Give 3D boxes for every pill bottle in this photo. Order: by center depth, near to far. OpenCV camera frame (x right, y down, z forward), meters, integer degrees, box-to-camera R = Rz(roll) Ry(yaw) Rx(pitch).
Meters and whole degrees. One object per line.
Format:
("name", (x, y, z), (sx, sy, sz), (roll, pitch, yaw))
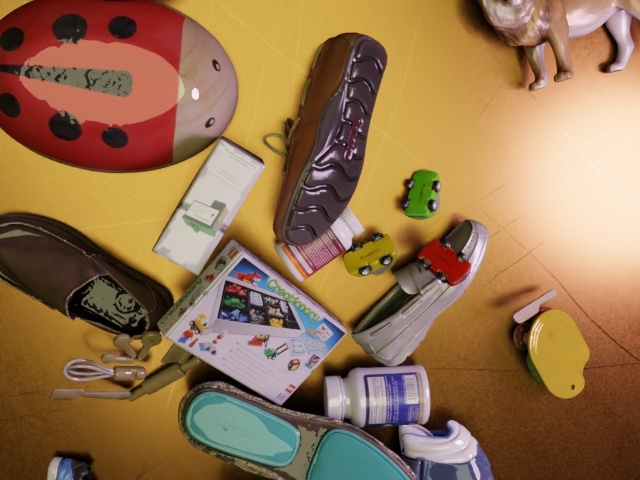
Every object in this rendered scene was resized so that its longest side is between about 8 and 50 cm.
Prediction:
("pill bottle", (0.000, 0.000, 1.428), (0.152, 0.086, 0.086), (-35, 101, 1))
("pill bottle", (0.102, 0.291, 1.473), (0.186, 0.112, 0.112), (-2, 99, -5))

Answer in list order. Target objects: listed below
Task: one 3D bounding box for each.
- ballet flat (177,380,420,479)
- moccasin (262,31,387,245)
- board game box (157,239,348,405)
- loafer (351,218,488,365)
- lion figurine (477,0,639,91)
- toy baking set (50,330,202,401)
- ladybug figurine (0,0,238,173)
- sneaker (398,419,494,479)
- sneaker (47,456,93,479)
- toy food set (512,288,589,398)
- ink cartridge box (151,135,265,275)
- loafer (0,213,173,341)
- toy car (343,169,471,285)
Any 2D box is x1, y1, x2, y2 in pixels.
("ballet flat", (-0.026, 0.384, 1.436), (0.483, 0.182, 0.164), (24, 84, 4))
("moccasin", (-0.006, -0.176, 1.369), (0.139, 0.147, 0.380), (12, 91, -42))
("board game box", (-0.110, 0.154, 1.391), (0.193, 0.053, 0.305), (-47, 129, 2))
("loafer", (0.183, 0.086, 1.449), (0.111, 0.112, 0.319), (35, 95, -19))
("lion figurine", (0.462, -0.411, 1.402), (0.392, 0.142, 0.240), (-14, 93, -18))
("toy baking set", (-0.341, 0.226, 1.403), (0.256, 0.030, 0.197), (-32, 140, 14))
("ladybug figurine", (-0.362, -0.261, 1.310), (0.449, 0.162, 0.305), (2, 99, -6))
("sneaker", (0.173, 0.475, 1.522), (0.323, 0.130, 0.236), (-28, 79, 16))
("sneaker", (-0.464, 0.482, 1.471), (0.084, 0.058, 0.152), (6, 92, 2))
("toy food set", (0.432, 0.199, 1.521), (0.128, 0.071, 0.218), (-35, 104, -24))
("ink cartridge box", (-0.191, -0.063, 1.361), (0.092, 0.160, 0.219), (31, 96, -10))
("loafer", (-0.428, 0.063, 1.371), (0.366, 0.130, 0.134), (24, 96, -9))
("toy car", (0.176, -0.021, 1.424), (0.239, 0.053, 0.225), (4, 63, 28))
